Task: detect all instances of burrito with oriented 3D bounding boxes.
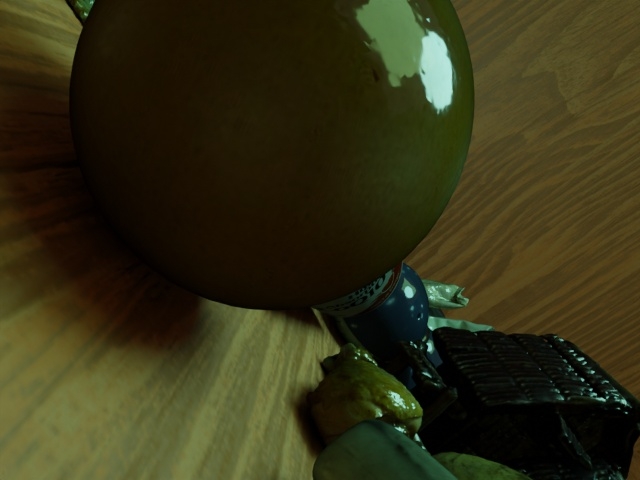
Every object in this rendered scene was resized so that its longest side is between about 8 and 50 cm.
[{"bbox_3d":[0.147,0.088,1.270,0.275,0.059,0.082,12,11,2],"label":"burrito"}]

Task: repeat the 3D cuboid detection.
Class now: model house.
[{"bbox_3d":[0.245,0.250,0.775,0.297,0.282,0.317,53,6,-22],"label":"model house"}]

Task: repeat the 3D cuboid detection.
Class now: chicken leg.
[{"bbox_3d":[0.040,0.153,0.670,0.107,0.087,0.251,47,2,-5],"label":"chicken leg"}]

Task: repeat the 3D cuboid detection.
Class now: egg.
[{"bbox_3d":[-0.028,-0.104,0.493,0.283,0.282,0.351,53,28,-21],"label":"egg"}]

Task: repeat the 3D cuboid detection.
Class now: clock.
[{"bbox_3d":[0.112,0.141,1.004,0.243,0.146,0.200,61,9,-17],"label":"clock"}]

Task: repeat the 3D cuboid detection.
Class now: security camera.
[{"bbox_3d":[0.084,0.260,0.473,0.157,0.080,0.302,30,-30,50],"label":"security camera"}]

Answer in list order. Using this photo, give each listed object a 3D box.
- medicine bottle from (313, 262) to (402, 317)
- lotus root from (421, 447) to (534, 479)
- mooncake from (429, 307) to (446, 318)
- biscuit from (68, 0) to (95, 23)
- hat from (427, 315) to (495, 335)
[{"bbox_3d":[0.000,0.000,0.787,0.157,0.157,0.288,58,7,20],"label":"medicine bottle"},{"bbox_3d":[0.149,0.275,0.627,0.214,0.138,0.138,23,-19,44],"label":"lotus root"},{"bbox_3d":[0.206,0.173,1.577,0.245,0.133,0.245,50,15,-18],"label":"mooncake"},{"bbox_3d":[-0.277,-0.284,0.799,0.203,0.016,0.144,57,7,1],"label":"biscuit"},{"bbox_3d":[0.211,0.254,1.248,0.257,0.168,0.302,20,55,-39],"label":"hat"}]
